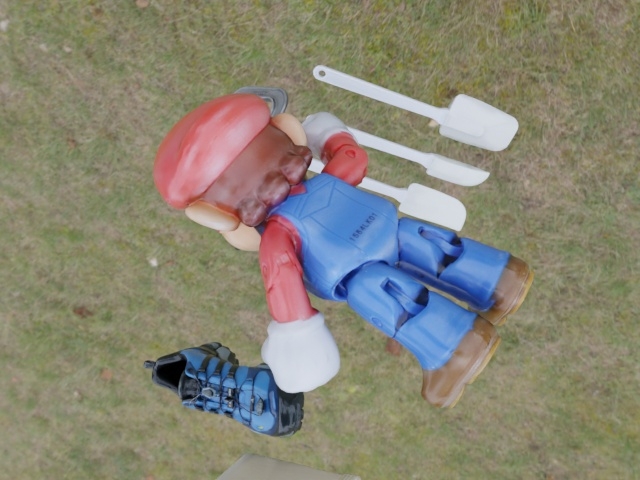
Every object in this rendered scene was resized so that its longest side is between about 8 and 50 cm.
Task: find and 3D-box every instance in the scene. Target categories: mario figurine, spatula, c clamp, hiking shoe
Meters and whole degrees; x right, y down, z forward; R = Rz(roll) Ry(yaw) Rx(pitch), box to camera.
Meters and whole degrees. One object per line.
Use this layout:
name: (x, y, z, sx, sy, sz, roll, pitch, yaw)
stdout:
mario figurine: (0.000, 0.000, 0.516, 0.320, 0.198, 0.170, 34, 114, 14)
spatula: (0.089, -0.113, 0.728, 0.242, 0.019, 0.168, 20, 131, -3)
c clamp: (-0.110, -0.181, 0.950, 0.160, 0.137, 0.022, 22, 175, 42)
hiking shoe: (-0.149, 0.238, 0.947, 0.304, 0.132, 0.113, 5, 94, 48)

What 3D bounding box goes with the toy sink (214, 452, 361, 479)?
toy sink: (-0.018, 0.362, 0.714, 0.234, 0.131, 0.153, -2, 105, 35)
